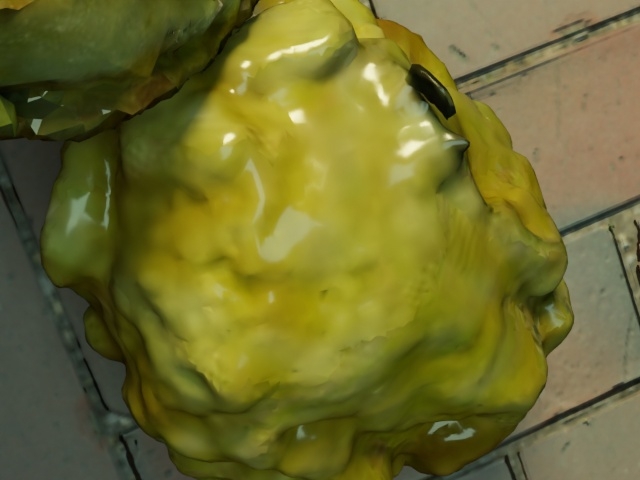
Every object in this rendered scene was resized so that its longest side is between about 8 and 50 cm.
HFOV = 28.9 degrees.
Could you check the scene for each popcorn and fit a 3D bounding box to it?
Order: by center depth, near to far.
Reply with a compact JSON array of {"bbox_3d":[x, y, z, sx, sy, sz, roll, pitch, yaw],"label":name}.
[{"bbox_3d":[0.000,0.000,0.606,0.286,0.215,0.252,38,52,-50],"label":"popcorn"}]

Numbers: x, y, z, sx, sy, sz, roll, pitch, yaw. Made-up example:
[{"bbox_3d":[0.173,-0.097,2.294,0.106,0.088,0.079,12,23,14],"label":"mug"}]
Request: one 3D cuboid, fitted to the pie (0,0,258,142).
[{"bbox_3d":[-0.161,-0.136,0.492,0.288,0.355,0.103,12,128,14],"label":"pie"}]
